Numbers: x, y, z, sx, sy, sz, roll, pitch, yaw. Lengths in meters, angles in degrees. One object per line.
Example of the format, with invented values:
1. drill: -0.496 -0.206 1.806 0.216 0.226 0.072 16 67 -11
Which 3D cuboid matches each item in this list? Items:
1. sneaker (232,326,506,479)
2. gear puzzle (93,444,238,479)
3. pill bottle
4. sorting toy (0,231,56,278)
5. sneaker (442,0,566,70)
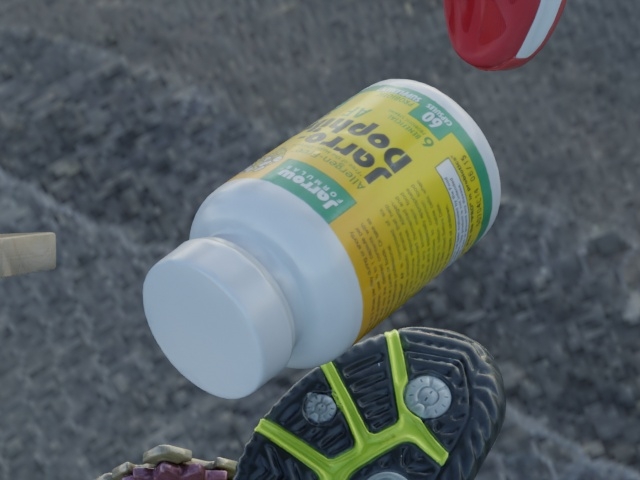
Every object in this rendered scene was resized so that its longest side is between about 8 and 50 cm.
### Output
1. sneaker: -0.012 0.222 1.298 0.145 0.147 0.385 36 79 13
2. gear puzzle: -0.035 0.242 1.536 0.175 0.339 0.044 -31 50 46
3. pill bottle: 0.000 0.000 1.065 0.117 0.117 0.208 13 36 39
4. sorting toy: -0.312 0.048 1.073 0.257 0.089 0.255 -2 2 12
5. sneaker: 0.053 -0.179 0.881 0.128 0.221 0.087 -17 26 -36
